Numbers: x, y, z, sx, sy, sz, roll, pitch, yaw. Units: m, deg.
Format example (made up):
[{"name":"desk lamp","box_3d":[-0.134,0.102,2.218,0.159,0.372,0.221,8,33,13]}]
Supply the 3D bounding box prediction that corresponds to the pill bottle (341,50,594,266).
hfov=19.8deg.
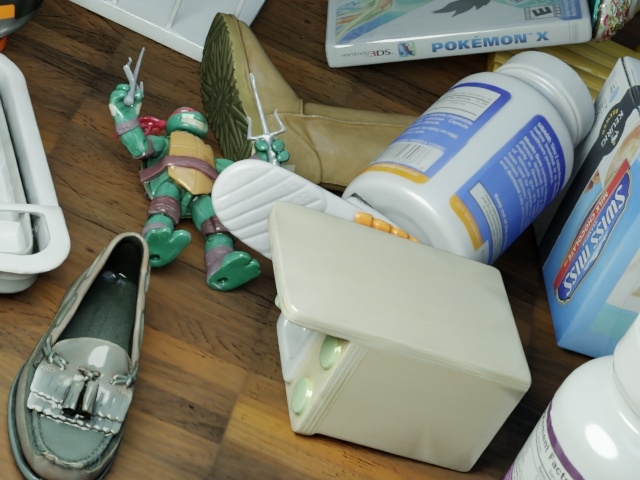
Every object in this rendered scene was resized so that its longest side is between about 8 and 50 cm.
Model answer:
[{"name":"pill bottle","box_3d":[0.153,-0.070,1.797,0.152,0.152,0.272,36,53,15]}]

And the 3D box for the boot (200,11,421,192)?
[{"name":"boot","box_3d":[0.019,-0.125,1.915,0.269,0.089,0.236,5,51,-26]}]

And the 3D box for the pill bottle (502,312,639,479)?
[{"name":"pill bottle","box_3d":[0.233,0.196,1.419,0.169,0.301,0.169,18,34,-13]}]

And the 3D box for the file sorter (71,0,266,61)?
[{"name":"file sorter","box_3d":[-0.179,-0.349,2.004,0.278,0.173,0.193,25,34,-2]}]

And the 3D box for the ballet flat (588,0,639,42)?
[{"name":"ballet flat","box_3d":[0.347,-0.307,2.165,0.077,0.091,0.241,10,36,-4]}]

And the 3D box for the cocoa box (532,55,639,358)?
[{"name":"cocoa box","box_3d":[0.426,0.006,1.866,0.347,0.231,0.228,17,35,-14]}]

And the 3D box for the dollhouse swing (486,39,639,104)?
[{"name":"dollhouse swing","box_3d":[0.408,-0.227,2.145,0.305,0.315,0.347,36,32,-14]}]

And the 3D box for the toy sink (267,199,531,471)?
[{"name":"toy sink","box_3d":[0.042,0.087,1.597,0.234,0.131,0.153,17,34,-22]}]

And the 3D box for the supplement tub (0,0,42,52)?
[{"name":"supplement tub","box_3d":[-0.334,-0.335,1.731,0.207,0.338,0.207,18,35,-13]}]

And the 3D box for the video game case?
[{"name":"video game case","box_3d":[0.159,-0.314,2.180,0.300,0.036,0.329,-5,36,6]}]

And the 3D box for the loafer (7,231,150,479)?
[{"name":"loafer","box_3d":[-0.188,0.090,1.481,0.096,0.084,0.267,20,34,-9]}]

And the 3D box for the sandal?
[{"name":"sandal","box_3d":[0.007,-0.008,1.672,0.265,0.102,0.076,36,14,-30]}]

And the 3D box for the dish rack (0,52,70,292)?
[{"name":"dish rack","box_3d":[-0.380,-0.069,1.582,0.285,0.072,0.333,6,38,-25]}]

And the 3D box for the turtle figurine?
[{"name":"turtle figurine","box_3d":[-0.119,-0.069,1.717,0.175,0.118,0.234,7,51,-15]}]
